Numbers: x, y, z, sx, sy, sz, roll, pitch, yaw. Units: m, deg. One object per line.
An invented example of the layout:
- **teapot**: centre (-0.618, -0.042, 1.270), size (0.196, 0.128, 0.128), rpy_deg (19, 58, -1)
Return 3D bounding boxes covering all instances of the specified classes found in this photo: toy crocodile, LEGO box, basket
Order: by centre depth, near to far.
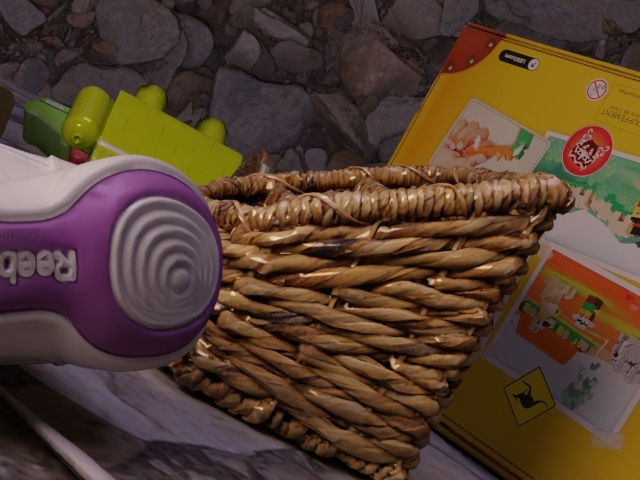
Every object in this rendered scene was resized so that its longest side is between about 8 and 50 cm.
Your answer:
- **basket**: centre (0.000, 0.000, 0.741), size (0.214, 0.223, 0.299), rpy_deg (28, 3, -8)
- **LEGO box**: centre (0.264, 0.048, 0.973), size (0.193, 0.372, 0.500), rpy_deg (27, 3, -43)
- **toy crocodile**: centre (-0.224, -0.076, 1.310), size (0.341, 0.105, 0.115), rpy_deg (28, -39, -2)

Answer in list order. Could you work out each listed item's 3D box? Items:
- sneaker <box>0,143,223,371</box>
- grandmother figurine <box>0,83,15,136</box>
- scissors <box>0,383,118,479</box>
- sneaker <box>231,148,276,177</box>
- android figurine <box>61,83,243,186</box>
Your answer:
- **sneaker**: centre (-0.175, 0.005, 0.381), size (0.152, 0.114, 0.305), rpy_deg (-1, -10, 33)
- **grandmother figurine**: centre (-0.511, -0.225, 1.229), size (0.342, 0.104, 0.207), rpy_deg (27, -26, 35)
- **scissors**: centre (-0.047, 0.106, 0.346), size (0.297, 0.021, 0.109), rpy_deg (30, 2, 23)
- **sneaker**: centre (-0.070, -0.007, 1.101), size (0.086, 0.064, 0.192), rpy_deg (43, 40, -23)
- **android figurine**: centre (-0.175, -0.080, 1.171), size (0.248, 0.056, 0.272), rpy_deg (29, 30, -15)
